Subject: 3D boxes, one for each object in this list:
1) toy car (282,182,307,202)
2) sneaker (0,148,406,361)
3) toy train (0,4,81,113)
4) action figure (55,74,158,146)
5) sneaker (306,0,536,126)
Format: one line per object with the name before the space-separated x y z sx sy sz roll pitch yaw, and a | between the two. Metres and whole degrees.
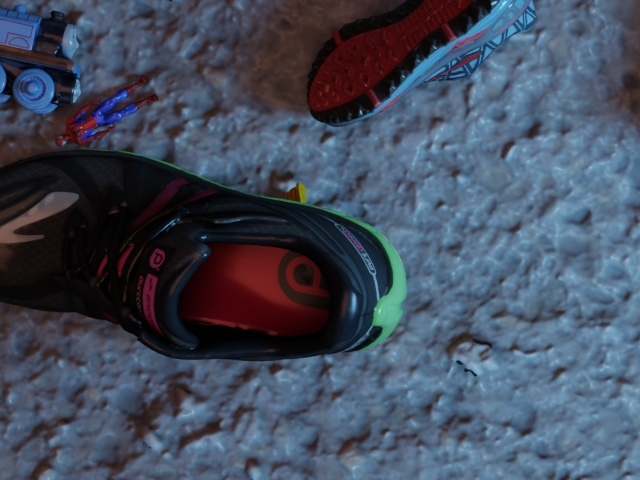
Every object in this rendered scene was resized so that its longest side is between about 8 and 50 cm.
toy car | 0.000 0.000 1.574 0.040 0.060 0.122 -28 77 45
sneaker | -0.159 0.013 1.462 0.483 0.202 0.185 6 97 11
toy train | -0.330 -0.192 1.516 0.184 0.080 0.105 11 90 -2
action figure | -0.226 -0.130 1.550 0.115 0.030 0.038 -31 101 5
sneaker | 0.108 -0.183 1.509 0.262 0.125 0.104 -30 60 25
